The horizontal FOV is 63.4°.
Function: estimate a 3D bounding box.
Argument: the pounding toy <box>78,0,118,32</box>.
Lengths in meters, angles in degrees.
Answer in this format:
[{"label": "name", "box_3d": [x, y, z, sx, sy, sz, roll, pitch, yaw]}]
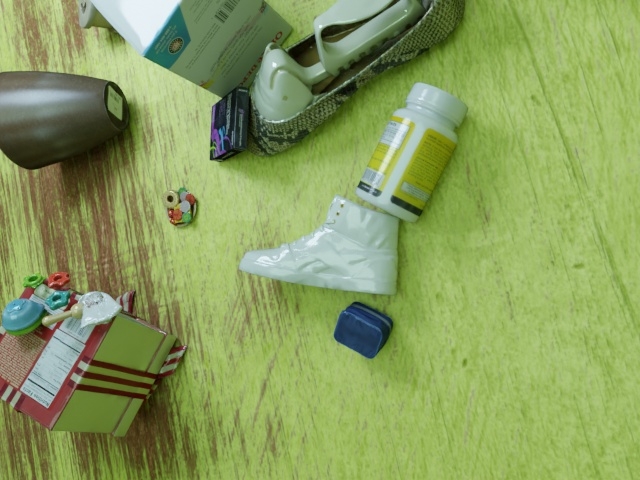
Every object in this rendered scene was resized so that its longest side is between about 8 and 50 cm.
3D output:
[{"label": "pounding toy", "box_3d": [-0.460, -0.559, 1.168, 0.154, 0.154, 0.270, -48, 59, 44]}]

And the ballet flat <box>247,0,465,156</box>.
[{"label": "ballet flat", "box_3d": [0.015, -0.320, 0.897, 0.482, 0.182, 0.164, -29, 75, 19]}]

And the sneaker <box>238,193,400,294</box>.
[{"label": "sneaker", "box_3d": [0.000, 0.000, 0.938, 0.292, 0.108, 0.169, 5, 88, 13]}]

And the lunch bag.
[{"label": "lunch bag", "box_3d": [0.074, 0.154, 0.916, 0.098, 0.065, 0.067, 27, 114, 20]}]

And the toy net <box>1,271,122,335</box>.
[{"label": "toy net", "box_3d": [-0.445, 0.115, 0.916, 0.232, 0.122, 0.045, 3, 130, 12]}]

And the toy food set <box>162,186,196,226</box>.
[{"label": "toy food set", "box_3d": [-0.300, -0.071, 1.105, 0.082, 0.020, 0.083, -7, 85, 22]}]

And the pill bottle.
[{"label": "pill bottle", "box_3d": [0.154, -0.145, 0.865, 0.119, 0.119, 0.209, 30, 99, 21]}]

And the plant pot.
[{"label": "plant pot", "box_3d": [-0.553, -0.279, 1.137, 0.230, 0.215, 0.215, -7, 85, 8]}]

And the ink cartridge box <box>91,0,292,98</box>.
[{"label": "ink cartridge box", "box_3d": [-0.229, -0.420, 0.955, 0.198, 0.270, 0.197, -48, 70, 14]}]

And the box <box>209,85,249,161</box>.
[{"label": "box", "box_3d": [-0.179, -0.222, 1.007, 0.162, 0.029, 0.116, -1, 86, 61]}]

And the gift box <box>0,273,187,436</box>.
[{"label": "gift box", "box_3d": [-0.450, 0.221, 1.036, 0.255, 0.258, 0.276, 26, 76, 21]}]
